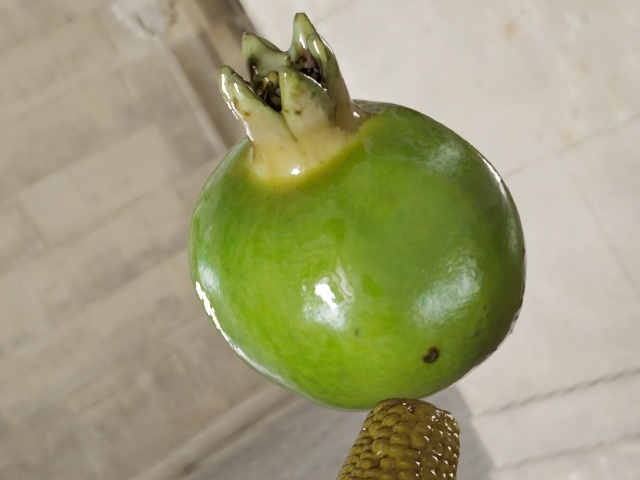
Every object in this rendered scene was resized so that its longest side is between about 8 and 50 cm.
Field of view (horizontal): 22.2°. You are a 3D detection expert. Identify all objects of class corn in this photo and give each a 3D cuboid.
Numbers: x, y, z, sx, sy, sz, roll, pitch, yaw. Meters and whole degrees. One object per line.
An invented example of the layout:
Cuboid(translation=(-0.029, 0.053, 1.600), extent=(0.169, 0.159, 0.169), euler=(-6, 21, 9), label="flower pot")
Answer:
Cuboid(translation=(0.038, 0.220, 1.112), extent=(0.097, 0.097, 0.262), euler=(-26, 33, 44), label="corn")

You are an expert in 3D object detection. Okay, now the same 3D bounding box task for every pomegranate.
Cuboid(translation=(0.000, 0.000, 1.367), extent=(0.310, 0.358, 0.216), euler=(14, 54, 44), label="pomegranate")
